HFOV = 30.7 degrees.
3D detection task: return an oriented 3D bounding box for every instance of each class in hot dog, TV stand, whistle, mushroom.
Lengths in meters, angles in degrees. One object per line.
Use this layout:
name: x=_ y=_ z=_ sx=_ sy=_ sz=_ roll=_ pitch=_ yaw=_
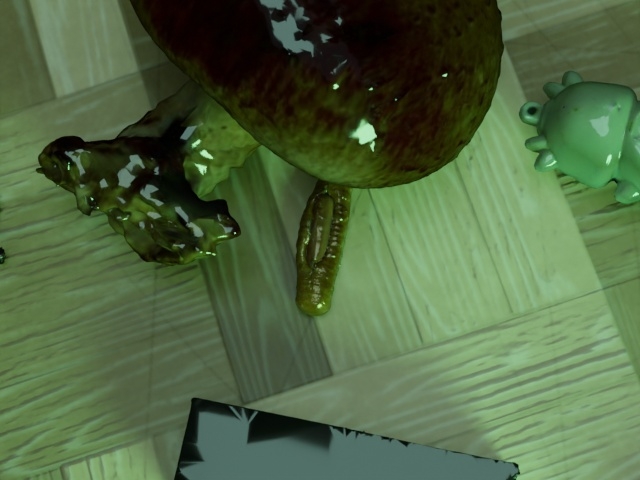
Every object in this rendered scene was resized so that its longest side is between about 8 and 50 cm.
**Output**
hot dog: x=0.000 y=0.000 z=1.041 sx=0.044 sy=0.028 sz=0.137 roll=10 pitch=77 yaw=12
TV stand: x=0.021 y=0.200 z=0.959 sx=0.270 sy=0.083 sz=0.088 roll=10 pitch=75 yaw=4
whistle: x=0.291 y=-0.078 z=1.014 sx=0.245 sy=0.092 sz=0.110 roll=17 pitch=75 yaw=9
mushroom: x=-0.017 y=-0.156 z=1.002 sx=0.331 sy=0.356 sz=0.334 roll=26 pitch=37 yaw=16

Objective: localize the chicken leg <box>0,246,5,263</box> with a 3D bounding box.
chicken leg: x=-0.309 y=-0.016 z=1.063 sx=0.036 sy=0.021 sz=0.083 roll=-9 pitch=75 yaw=-9
